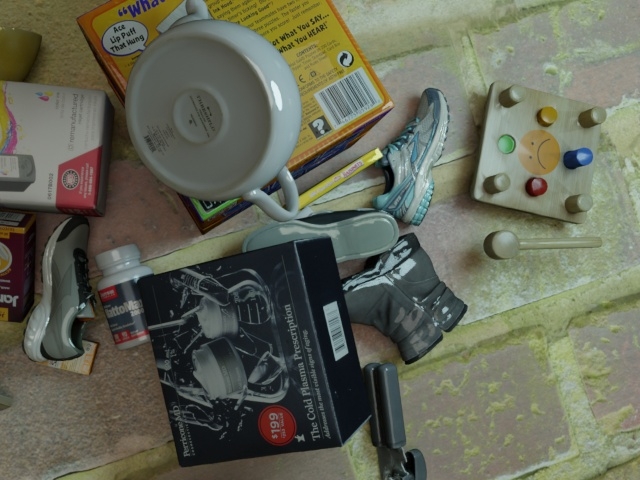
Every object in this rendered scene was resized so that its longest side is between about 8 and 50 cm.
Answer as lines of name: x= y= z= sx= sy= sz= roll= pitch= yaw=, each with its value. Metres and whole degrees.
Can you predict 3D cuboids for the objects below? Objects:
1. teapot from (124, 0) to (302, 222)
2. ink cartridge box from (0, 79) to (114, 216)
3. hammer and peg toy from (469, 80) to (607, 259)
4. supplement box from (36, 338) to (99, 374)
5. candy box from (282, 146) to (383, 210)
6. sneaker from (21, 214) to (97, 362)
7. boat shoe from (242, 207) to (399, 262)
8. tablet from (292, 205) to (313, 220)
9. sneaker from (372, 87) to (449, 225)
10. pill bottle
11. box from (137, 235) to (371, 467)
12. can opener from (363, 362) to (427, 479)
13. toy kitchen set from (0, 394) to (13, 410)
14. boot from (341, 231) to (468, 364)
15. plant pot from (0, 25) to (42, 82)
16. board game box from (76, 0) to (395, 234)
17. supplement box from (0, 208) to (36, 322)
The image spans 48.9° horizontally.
teapot: x=-0.126 y=-0.177 z=0.971 sx=0.252 sy=0.187 sz=0.256 roll=21 pitch=110 yaw=11
ink cartridge box: x=-0.545 y=-0.168 z=1.282 sx=0.306 sy=0.131 sz=0.226 roll=4 pitch=86 yaw=-11
hammer and peg toy: x=0.442 y=-0.125 z=1.445 sx=0.266 sy=0.127 sz=0.361 roll=11 pitch=85 yaw=-11
supplement box: x=-0.472 y=0.210 z=1.318 sx=0.098 sy=0.036 sz=0.062 roll=14 pitch=84 yaw=-8
candy box: x=0.022 y=-0.115 z=1.385 sx=0.206 sy=0.105 sz=0.027 roll=-33 pitch=92 yaw=-9
sneaker: x=-0.449 y=0.088 z=1.276 sx=0.108 sy=0.100 sz=0.271 roll=4 pitch=76 yaw=9
boat shoe: x=0.000 y=0.000 z=1.377 sx=0.303 sy=0.091 sz=0.114 roll=-4 pitch=101 yaw=-1
tablet: x=-0.040 y=-0.024 z=1.419 sx=0.083 sy=0.006 sz=0.054 roll=-41 pitch=93 yaw=-10
sneaker: x=0.178 y=-0.178 z=1.415 sx=0.122 sy=0.110 sz=0.283 roll=13 pitch=85 yaw=-5
pill bottle: x=-0.353 y=0.103 z=1.309 sx=0.108 sy=0.108 sz=0.180 roll=-19 pitch=90 yaw=-10
box: x=-0.113 y=0.193 z=1.245 sx=0.312 sy=0.179 sz=0.343 roll=-14 pitch=88 yaw=21
can opener: x=0.151 y=0.382 z=1.408 sx=0.095 sy=0.076 sz=0.283 roll=-4 pitch=87 yaw=-42
toy kitchen set: x=-0.616 y=0.266 z=1.299 sx=0.068 sy=0.075 sz=0.083 roll=-23 pitch=51 yaw=25
boot: x=0.117 y=0.158 z=1.380 sx=0.338 sy=0.118 sz=0.222 roll=-34 pitch=93 yaw=-7
plant pot: x=-0.584 y=-0.336 z=1.291 sx=0.134 sy=0.134 sz=0.095 roll=4 pitch=97 yaw=-9
board game box: x=-0.148 y=-0.259 z=1.237 sx=0.356 sy=0.356 sz=0.356 roll=-32 pitch=92 yaw=-9
supplement box: x=-0.571 y=0.043 z=1.254 sx=0.104 sy=0.081 sz=0.188 roll=7 pitch=112 yaw=-9
